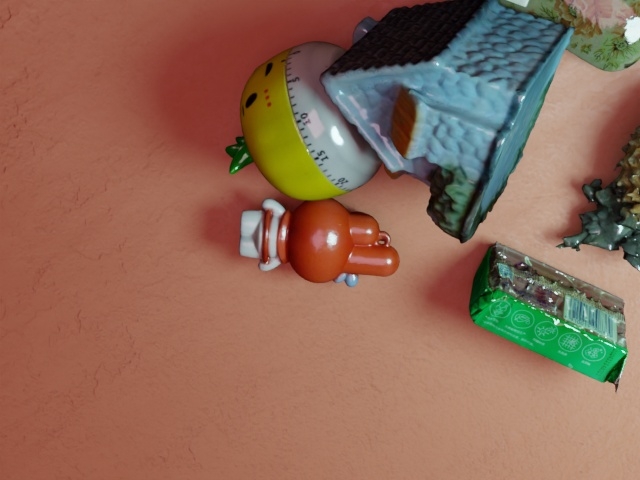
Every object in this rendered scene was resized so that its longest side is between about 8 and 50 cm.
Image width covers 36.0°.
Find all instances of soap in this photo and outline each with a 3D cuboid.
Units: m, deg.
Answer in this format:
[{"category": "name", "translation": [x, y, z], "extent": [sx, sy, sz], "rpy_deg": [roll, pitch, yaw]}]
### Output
[{"category": "soap", "translation": [0.397, 0.124, 1.692], "extent": [0.273, 0.218, 0.098], "rpy_deg": [24, 121, 0]}]

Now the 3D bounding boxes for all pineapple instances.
[{"category": "pineapple", "translation": [0.555, -0.072, 1.630], "extent": [0.223, 0.223, 0.357], "rpy_deg": [42, 124, -1]}]

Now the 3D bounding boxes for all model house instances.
[{"category": "model house", "translation": [0.165, -0.225, 1.566], "extent": [0.339, 0.360, 0.297], "rpy_deg": [27, 131, 12]}]

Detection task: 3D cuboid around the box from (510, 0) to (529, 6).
[{"category": "box", "translation": [0.302, -0.415, 1.579], "extent": [0.083, 0.024, 0.054], "rpy_deg": [23, 120, 10]}]

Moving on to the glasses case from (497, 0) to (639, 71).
[{"category": "glasses case", "translation": [0.364, -0.436, 1.619], "extent": [0.425, 0.098, 0.157], "rpy_deg": [33, 112, 2]}]

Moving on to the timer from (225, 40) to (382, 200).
[{"category": "timer", "translation": [-0.050, -0.183, 1.673], "extent": [0.285, 0.285, 0.285], "rpy_deg": [2, 103, 9]}]

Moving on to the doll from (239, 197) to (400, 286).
[{"category": "doll", "translation": [0.000, 0.000, 1.767], "extent": [0.290, 0.130, 0.161], "rpy_deg": [5, 101, 3]}]
